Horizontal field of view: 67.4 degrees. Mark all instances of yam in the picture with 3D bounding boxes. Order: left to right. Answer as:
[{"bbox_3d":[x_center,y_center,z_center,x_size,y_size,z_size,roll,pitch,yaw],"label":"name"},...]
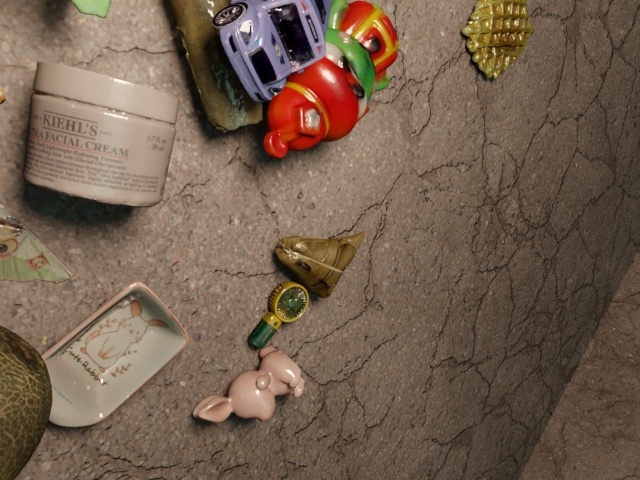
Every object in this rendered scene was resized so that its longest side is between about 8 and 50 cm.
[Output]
[{"bbox_3d":[-0.163,-0.305,0.737,0.106,0.106,0.260,-28,119,-29],"label":"yam"}]

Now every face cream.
[{"bbox_3d":[-0.288,-0.136,0.639,0.177,0.177,0.153,6,100,-39],"label":"face cream"}]

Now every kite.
[{"bbox_3d":[-0.467,0.057,0.666,0.229,0.012,0.250,5,101,-38],"label":"kite"}]

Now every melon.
[{"bbox_3d":[-0.478,0.234,0.561,0.301,0.237,0.238,-42,125,-13],"label":"melon"}]

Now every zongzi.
[{"bbox_3d":[0.000,0.000,0.971,0.178,0.081,0.189,-52,130,-13],"label":"zongzi"}]

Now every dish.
[{"bbox_3d":[-0.345,0.180,0.764,0.234,0.064,0.154,-43,126,-22],"label":"dish"}]

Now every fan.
[{"bbox_3d":[-0.090,0.150,0.975,0.155,0.039,0.082,-51,129,-13],"label":"fan"}]

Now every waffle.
[{"bbox_3d":[0.442,-0.517,1.185,0.214,0.054,0.207,-54,132,-5],"label":"waffle"}]

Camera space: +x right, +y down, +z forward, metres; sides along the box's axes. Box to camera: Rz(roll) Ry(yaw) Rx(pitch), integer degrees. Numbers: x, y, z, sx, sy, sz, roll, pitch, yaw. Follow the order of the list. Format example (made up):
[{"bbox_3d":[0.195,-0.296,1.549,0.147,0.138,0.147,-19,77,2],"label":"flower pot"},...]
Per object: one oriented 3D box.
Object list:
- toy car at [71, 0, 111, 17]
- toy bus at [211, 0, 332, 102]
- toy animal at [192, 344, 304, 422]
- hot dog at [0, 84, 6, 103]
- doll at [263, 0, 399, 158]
[{"bbox_3d":[-0.381,-0.392,0.473,0.358,0.213,0.177,11,117,-41],"label":"toy car"},{"bbox_3d":[-0.054,-0.345,0.712,0.126,0.133,0.293,60,31,-50],"label":"toy bus"},{"bbox_3d":[-0.136,0.310,0.943,0.212,0.124,0.124,-34,122,-19],"label":"toy animal"},{"bbox_3d":[-0.559,-0.175,0.410,0.365,0.196,0.367,-45,124,-15],"label":"hot dog"},{"bbox_3d":[0.006,-0.270,0.832,0.183,0.160,0.363,55,53,-33],"label":"doll"}]
